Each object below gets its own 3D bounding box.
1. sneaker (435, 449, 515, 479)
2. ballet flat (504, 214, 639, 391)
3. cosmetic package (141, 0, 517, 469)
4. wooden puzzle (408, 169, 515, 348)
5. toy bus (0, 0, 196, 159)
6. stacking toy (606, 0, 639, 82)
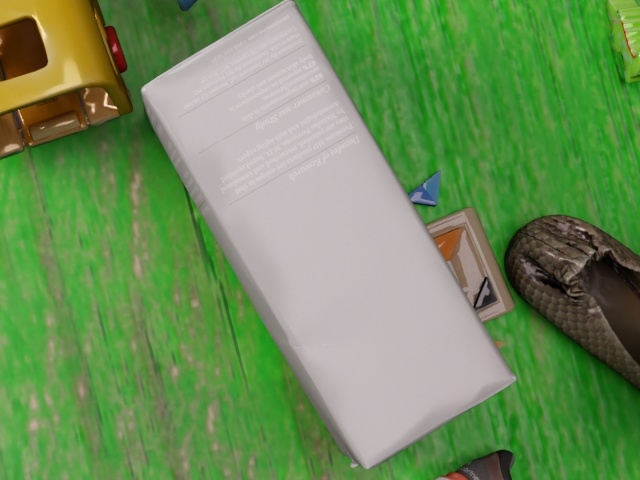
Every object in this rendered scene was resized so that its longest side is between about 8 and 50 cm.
[{"bbox_3d":[0.131,0.189,1.037,0.065,0.061,0.158,-33,92,-21],"label":"sneaker"},{"bbox_3d":[0.219,0.064,1.072,0.250,0.058,0.084,36,77,-7],"label":"ballet flat"},{"bbox_3d":[0.000,0.000,0.988,0.107,0.127,0.238,-33,93,-6],"label":"cosmetic package"},{"bbox_3d":[0.074,0.023,1.065,0.078,0.014,0.116,-30,90,-15],"label":"wooden puzzle"},{"bbox_3d":[-0.173,-0.146,0.961,0.202,0.104,0.191,24,82,5],"label":"toy bus"},{"bbox_3d":[0.285,-0.072,1.076,0.167,0.052,0.221,-9,63,-15],"label":"stacking toy"}]
